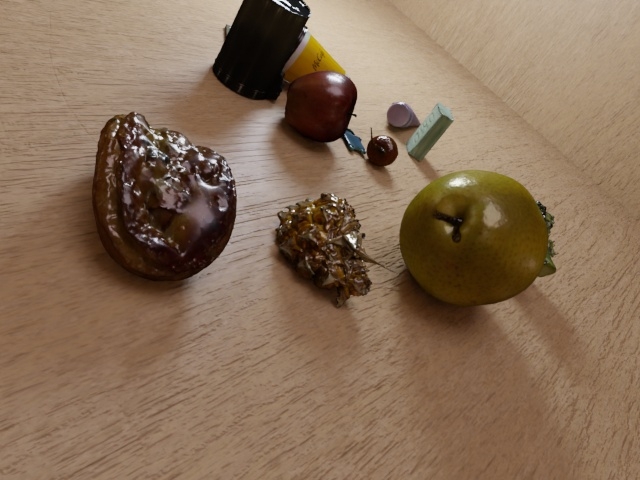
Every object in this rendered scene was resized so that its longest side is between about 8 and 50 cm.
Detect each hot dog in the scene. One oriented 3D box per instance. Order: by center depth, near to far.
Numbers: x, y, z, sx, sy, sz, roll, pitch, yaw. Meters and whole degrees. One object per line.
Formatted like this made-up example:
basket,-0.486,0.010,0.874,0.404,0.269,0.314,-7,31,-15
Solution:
hot dog,-0.302,-0.099,1.034,0.266,0.174,0.388,17,37,-30

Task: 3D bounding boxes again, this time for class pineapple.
pineapple,0.002,-0.004,1.205,0.161,0.158,0.335,0,49,-41

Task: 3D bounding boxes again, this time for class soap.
soap,0.402,-0.402,2.007,0.063,0.198,0.115,27,32,-15

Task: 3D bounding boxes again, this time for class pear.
pear,0.386,-0.003,1.381,0.362,0.362,0.418,52,9,22

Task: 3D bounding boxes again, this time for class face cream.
face cream,0.333,-0.506,2.185,0.154,0.096,0.274,36,20,5

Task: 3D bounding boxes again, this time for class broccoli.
broccoli,0.635,0.011,1.678,0.262,0.247,0.243,2,36,-14

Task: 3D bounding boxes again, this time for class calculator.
calculator,0.105,-0.341,1.831,0.094,0.019,0.141,11,40,-33

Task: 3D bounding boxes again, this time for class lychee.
lychee,0.195,-0.297,1.781,0.140,0.101,0.115,-14,76,-48

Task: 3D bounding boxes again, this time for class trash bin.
trash bin,-0.177,-0.611,1.650,0.252,0.302,0.203,30,34,-8

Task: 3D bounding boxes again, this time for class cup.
cup,-0.040,-0.595,1.861,0.279,0.196,0.196,35,32,-23

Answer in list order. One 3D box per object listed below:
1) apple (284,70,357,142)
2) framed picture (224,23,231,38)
apple,0.002,-0.407,1.651,0.233,0.234,0.234,24,36,-18
framed picture,-0.217,-0.674,1.948,0.265,0.018,0.192,17,39,-27
